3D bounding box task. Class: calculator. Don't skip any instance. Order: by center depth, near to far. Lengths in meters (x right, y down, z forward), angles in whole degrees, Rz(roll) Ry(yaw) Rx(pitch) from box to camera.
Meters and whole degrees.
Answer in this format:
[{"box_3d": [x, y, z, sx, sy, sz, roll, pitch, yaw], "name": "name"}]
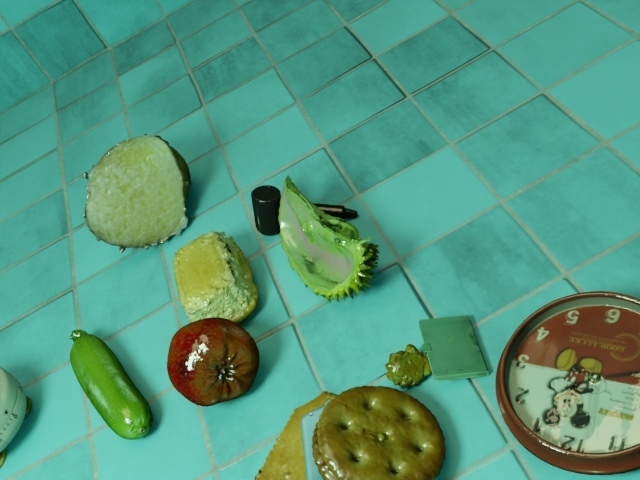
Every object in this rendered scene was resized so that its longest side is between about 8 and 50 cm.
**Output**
[{"box_3d": [0.029, 0.364, 1.367, 0.121, 0.039, 0.210, -19, 42, 8], "name": "calculator"}]

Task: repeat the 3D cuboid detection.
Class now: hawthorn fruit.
[{"box_3d": [-0.224, 0.237, 1.579, 0.179, 0.179, 0.200, -46, 22, -17], "name": "hawthorn fruit"}]

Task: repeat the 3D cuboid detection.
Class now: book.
[{"box_3d": [0.235, 0.194, 1.424, 0.103, 0.017, 0.135, -5, 43, -5], "name": "book"}]

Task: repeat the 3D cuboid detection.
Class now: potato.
[{"box_3d": [-0.483, -0.135, 2.063, 0.289, 0.300, 0.237, -6, 13, -20], "name": "potato"}]

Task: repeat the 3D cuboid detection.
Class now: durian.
[{"box_3d": [0.006, 0.008, 1.656, 0.157, 0.169, 0.355, -38, 40, -12], "name": "durian"}]

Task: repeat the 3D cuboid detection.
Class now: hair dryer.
[{"box_3d": [-0.035, -0.063, 1.830, 0.248, 0.114, 0.070, 5, 44, 8], "name": "hair dryer"}]

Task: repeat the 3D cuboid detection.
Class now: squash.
[{"box_3d": [-0.463, 0.303, 1.698, 0.101, 0.101, 0.379, -40, 46, -10], "name": "squash"}]

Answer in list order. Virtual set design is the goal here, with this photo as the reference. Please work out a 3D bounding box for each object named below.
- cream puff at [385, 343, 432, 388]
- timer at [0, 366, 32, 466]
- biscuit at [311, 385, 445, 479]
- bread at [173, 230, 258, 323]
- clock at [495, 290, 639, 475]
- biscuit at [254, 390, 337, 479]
[{"box_3d": [0.158, 0.230, 1.435, 0.083, 0.083, 0.058, -66, 8, -19], "name": "cream puff"}, {"box_3d": [-0.765, 0.367, 1.705, 0.233, 0.240, 0.233, -17, 43, 16], "name": "timer"}, {"box_3d": [0.095, 0.336, 1.301, 0.220, 0.066, 0.220, 6, 43, -5], "name": "biscuit"}, {"box_3d": [-0.239, 0.093, 1.755, 0.174, 0.121, 0.245, -35, 44, 8], "name": "bread"}, {"box_3d": [0.437, 0.222, 1.256, 0.318, 0.080, 0.318, -15, 48, 17], "name": "clock"}, {"box_3d": [0.012, 0.382, 1.400, 0.232, 0.013, 0.237, 8, 53, 36], "name": "biscuit"}]
